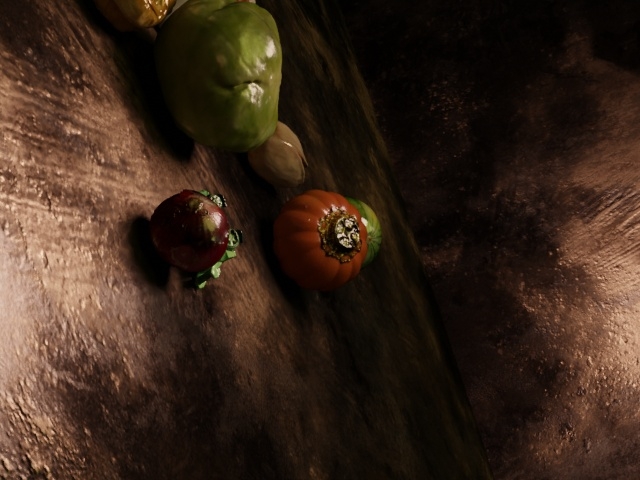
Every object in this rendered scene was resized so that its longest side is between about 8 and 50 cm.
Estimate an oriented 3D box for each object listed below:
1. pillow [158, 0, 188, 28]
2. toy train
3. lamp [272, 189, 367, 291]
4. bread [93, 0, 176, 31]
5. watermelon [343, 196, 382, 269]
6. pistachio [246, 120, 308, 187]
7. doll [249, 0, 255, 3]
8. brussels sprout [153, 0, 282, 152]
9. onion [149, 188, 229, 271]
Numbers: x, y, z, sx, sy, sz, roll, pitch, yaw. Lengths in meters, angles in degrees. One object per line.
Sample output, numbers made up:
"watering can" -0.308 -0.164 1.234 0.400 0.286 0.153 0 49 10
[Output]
"pillow" -0.259 -0.481 1.868 0.078 0.181 0.134 45 0 42
"toy train" -0.194 -0.005 1.576 0.081 0.099 0.149 -22 84 -41
"lamp" 0.000 0.000 2.026 0.223 0.196 0.223 8 76 -35
"bread" -0.337 -0.470 1.656 0.236 0.120 0.198 -78 145 -65
"watermelon" 0.047 -0.012 2.262 0.188 0.215 0.188 -4 96 -36
"pistachio" -0.092 -0.190 2.110 0.129 0.131 0.206 -65 150 -9
"doll" -0.189 -0.494 2.177 0.155 0.113 0.275 -49 -128 55
"brussels sprout" -0.180 -0.320 1.752 0.316 0.243 0.273 -92 163 -48
"onion" -0.206 -0.015 1.478 0.131 0.131 0.131 59 17 -31
